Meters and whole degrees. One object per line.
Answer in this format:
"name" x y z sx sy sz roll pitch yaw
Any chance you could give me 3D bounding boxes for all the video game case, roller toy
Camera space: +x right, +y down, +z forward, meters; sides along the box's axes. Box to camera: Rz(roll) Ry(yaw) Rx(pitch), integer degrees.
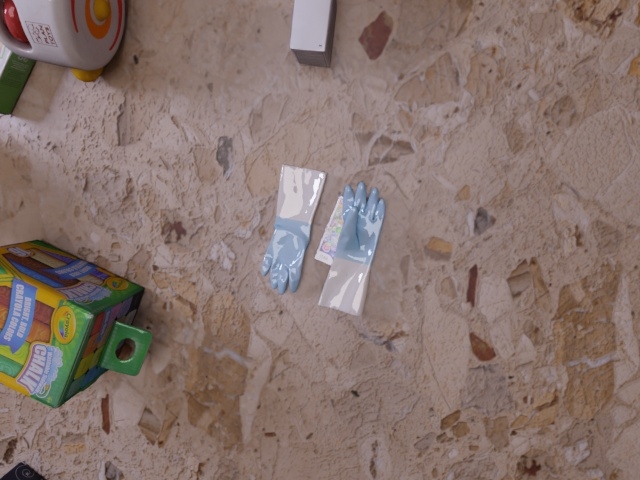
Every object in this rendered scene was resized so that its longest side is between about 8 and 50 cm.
"video game case" 0.051 -0.007 0.814 0.087 0.011 0.122 23 98 1
"roller toy" -0.399 -0.368 0.714 0.146 0.191 0.210 12 98 2

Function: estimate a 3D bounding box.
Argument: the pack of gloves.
"pack of gloves" 0.000 0.000 0.791 0.194 0.046 0.232 13 97 8

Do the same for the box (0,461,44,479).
"box" -0.555 0.582 0.871 0.247 0.142 0.163 39 97 -2

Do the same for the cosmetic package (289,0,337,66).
"cosmetic package" -0.003 -0.409 0.725 0.060 0.099 0.239 7 97 3

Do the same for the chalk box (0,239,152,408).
"chalk box" -0.438 0.144 0.787 0.288 0.179 0.180 24 99 1

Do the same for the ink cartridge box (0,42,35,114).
"ink cartridge box" -0.559 -0.338 0.796 0.108 0.062 0.209 32 98 1
